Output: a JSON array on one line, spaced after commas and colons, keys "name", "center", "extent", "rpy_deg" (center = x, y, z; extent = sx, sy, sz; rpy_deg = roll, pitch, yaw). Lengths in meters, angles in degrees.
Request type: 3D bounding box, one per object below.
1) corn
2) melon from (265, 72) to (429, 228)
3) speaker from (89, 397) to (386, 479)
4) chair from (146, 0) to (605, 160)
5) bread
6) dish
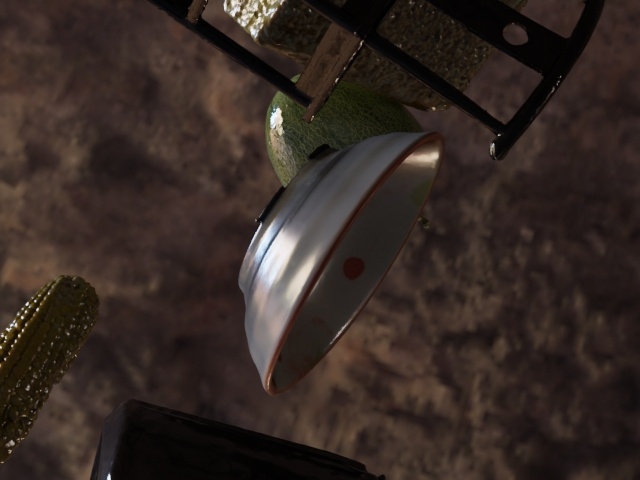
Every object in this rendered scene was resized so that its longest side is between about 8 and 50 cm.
[{"name": "corn", "center": [-0.343, 0.172, 1.939], "extent": [0.097, 0.320, 0.097], "rpy_deg": [29, -23, 13]}, {"name": "melon", "center": [0.032, -0.077, 1.719], "extent": [0.192, 0.139, 0.139], "rpy_deg": [42, -42, 7]}, {"name": "speaker", "center": [-0.098, 0.302, 1.030], "extent": [0.180, 0.184, 0.388], "rpy_deg": [14, -87, 10]}, {"name": "chair", "center": [0.035, -0.163, 1.195], "extent": [0.260, 0.154, 0.141], "rpy_deg": [35, -25, -1]}, {"name": "bread", "center": [0.056, -0.229, 1.632], "extent": [0.234, 0.110, 0.184], "rpy_deg": [20, -65, -36]}, {"name": "dish", "center": [0.000, 0.000, 1.529], "extent": [0.085, 0.260, 0.260], "rpy_deg": [33, -40, 12]}]
